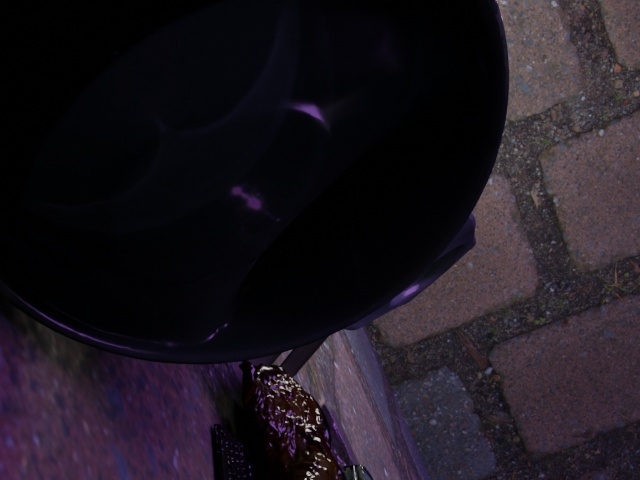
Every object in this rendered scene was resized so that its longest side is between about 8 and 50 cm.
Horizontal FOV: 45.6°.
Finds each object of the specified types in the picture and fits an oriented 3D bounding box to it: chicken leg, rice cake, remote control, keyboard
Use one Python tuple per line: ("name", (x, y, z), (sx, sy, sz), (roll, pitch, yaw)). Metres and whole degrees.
("chicken leg", (-0.030, 0.214, 0.738), (0.322, 0.083, 0.177), (-111, 177, -61))
("rice cake", (0.047, 0.371, 1.156), (0.055, 0.049, 0.269), (177, -111, -80))
("remote control", (-0.002, 0.120, 1.006), (0.029, 0.087, 0.190), (39, -41, 3))
("keyboard", (-0.068, 0.246, 0.649), (0.195, 0.018, 0.060), (-107, 170, -51))

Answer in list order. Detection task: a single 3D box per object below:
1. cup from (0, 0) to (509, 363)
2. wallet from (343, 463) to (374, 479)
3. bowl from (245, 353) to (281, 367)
("cup", (-0.074, -0.111, 0.564), (0.392, 0.310, 0.400), (-113, -176, -51))
("wallet", (0.075, 0.444, 1.027), (0.176, 0.075, 0.250), (-87, 155, -64))
("bowl", (-0.066, -0.011, 1.000), (0.337, 0.158, 0.337), (-22, 90, -84))
